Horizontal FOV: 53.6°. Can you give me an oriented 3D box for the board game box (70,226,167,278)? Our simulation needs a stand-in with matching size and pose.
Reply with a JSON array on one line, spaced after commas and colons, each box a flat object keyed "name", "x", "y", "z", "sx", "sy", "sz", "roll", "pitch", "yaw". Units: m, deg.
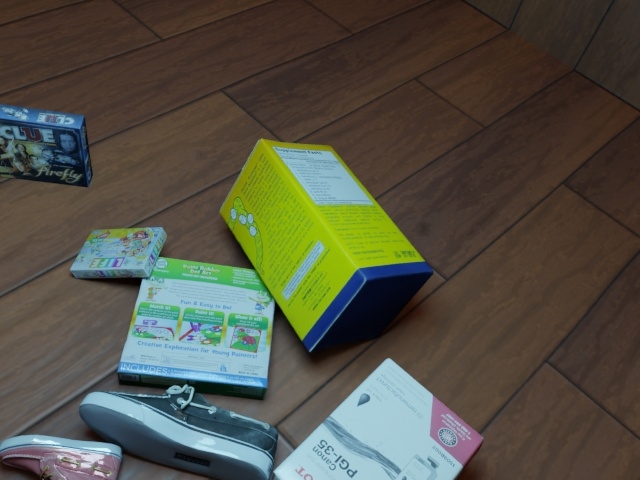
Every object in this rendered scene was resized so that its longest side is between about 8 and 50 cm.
[{"name": "board game box", "x": -0.376, "y": 0.023, "z": 1.184, "sx": 0.154, "sy": 0.026, "sz": 0.103, "roll": -2, "pitch": 47, "yaw": 16}]

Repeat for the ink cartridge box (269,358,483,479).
[{"name": "ink cartridge box", "x": 0.085, "y": 0.357, "z": 0.989, "sx": 0.207, "sy": 0.117, "sz": 0.283, "roll": 39, "pitch": 53, "yaw": 19}]

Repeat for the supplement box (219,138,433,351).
[{"name": "supplement box", "x": 0.000, "y": 0.000, "z": 1.184, "sx": 0.194, "sy": 0.195, "sz": 0.356, "roll": -2, "pitch": 47, "yaw": -45}]

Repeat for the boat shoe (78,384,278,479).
[{"name": "boat shoe", "x": -0.213, "y": 0.282, "z": 0.989, "sx": 0.307, "sy": 0.113, "sz": 0.104, "roll": 17, "pitch": 42, "yaw": -2}]

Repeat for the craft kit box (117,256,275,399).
[{"name": "craft kit box", "x": -0.211, "y": 0.151, "z": 1.137, "sx": 0.250, "sy": 0.061, "sz": 0.246, "roll": 9, "pitch": 52, "yaw": -6}]

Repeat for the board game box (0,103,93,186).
[{"name": "board game box", "x": -0.591, "y": -0.191, "z": 1.261, "sx": 0.244, "sy": 0.165, "sz": 0.042, "roll": 6, "pitch": 50, "yaw": -7}]

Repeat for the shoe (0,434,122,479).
[{"name": "shoe", "x": -0.387, "y": 0.340, "z": 0.929, "sx": 0.178, "sy": 0.063, "sz": 0.081, "roll": 8, "pitch": 44, "yaw": -12}]
